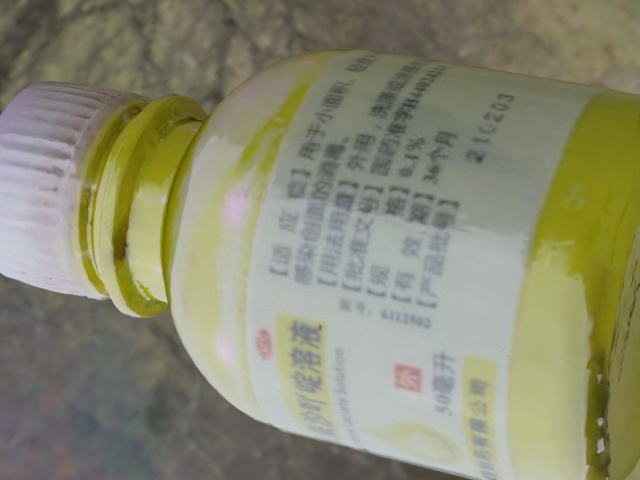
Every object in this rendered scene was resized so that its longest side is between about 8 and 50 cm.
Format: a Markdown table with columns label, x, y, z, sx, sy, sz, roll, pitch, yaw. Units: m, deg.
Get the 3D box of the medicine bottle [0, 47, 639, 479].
| label | x | y | z | sx | sy | sz | roll | pitch | yaw |
| --- | --- | --- | --- | --- | --- | --- | --- | --- | --- |
| medicine bottle | 0.000 | 0.000 | 0.578 | 0.212 | 0.122 | 0.122 | 11 | 155 | 21 |
